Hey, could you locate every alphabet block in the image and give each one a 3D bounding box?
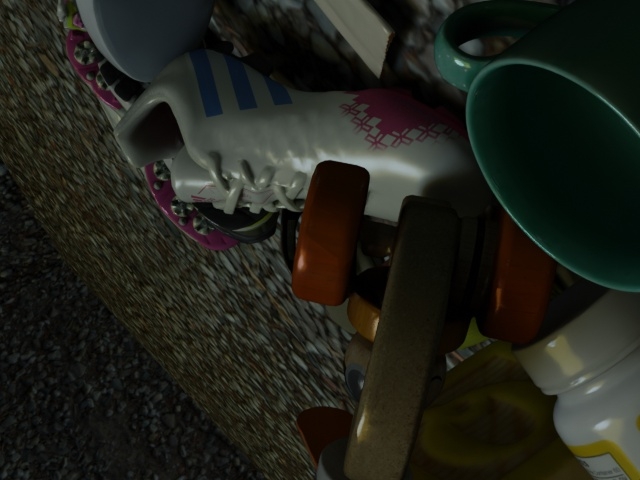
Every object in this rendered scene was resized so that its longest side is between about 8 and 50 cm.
[{"bbox_3d":[0.158,0.220,0.731,0.192,0.193,0.197,13,127,59],"label":"alphabet block"}]

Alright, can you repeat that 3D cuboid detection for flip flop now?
[{"bbox_3d":[0.000,0.000,0.916,0.112,0.080,0.277,39,157,32],"label":"flip flop"}]

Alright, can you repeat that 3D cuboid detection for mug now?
[{"bbox_3d":[0.141,-0.066,0.444,0.158,0.097,0.129,55,161,-7],"label":"mug"}]

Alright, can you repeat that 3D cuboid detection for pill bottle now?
[{"bbox_3d":[0.219,0.117,0.563,0.208,0.119,0.119,51,161,2],"label":"pill bottle"}]

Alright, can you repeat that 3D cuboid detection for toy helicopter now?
[{"bbox_3d":[0.051,0.087,0.646,0.140,0.235,0.355,11,177,4],"label":"toy helicopter"}]

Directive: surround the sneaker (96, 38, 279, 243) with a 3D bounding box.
[{"bbox_3d":[-0.132,-0.113,0.936,0.300,0.111,0.121,60,171,23],"label":"sneaker"}]

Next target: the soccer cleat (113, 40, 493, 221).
[{"bbox_3d":[-0.026,-0.059,0.728,0.331,0.143,0.116,23,147,37],"label":"soccer cleat"}]

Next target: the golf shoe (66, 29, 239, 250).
[{"bbox_3d":[-0.177,-0.127,1.086,0.306,0.115,0.140,60,171,-4],"label":"golf shoe"}]

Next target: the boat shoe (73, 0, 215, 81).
[{"bbox_3d":[-0.190,-0.301,0.730,0.156,0.135,0.367,38,154,34],"label":"boat shoe"}]

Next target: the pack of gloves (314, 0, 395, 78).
[{"bbox_3d":[-0.012,-0.235,0.609,0.232,0.046,0.195,51,174,8],"label":"pack of gloves"}]

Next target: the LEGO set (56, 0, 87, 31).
[{"bbox_3d":[-0.271,-0.238,0.833,0.132,0.287,0.107,0,93,45],"label":"LEGO set"}]

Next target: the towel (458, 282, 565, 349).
[{"bbox_3d":[0.119,0.049,0.791,0.102,0.021,0.237,38,161,-1],"label":"towel"}]
